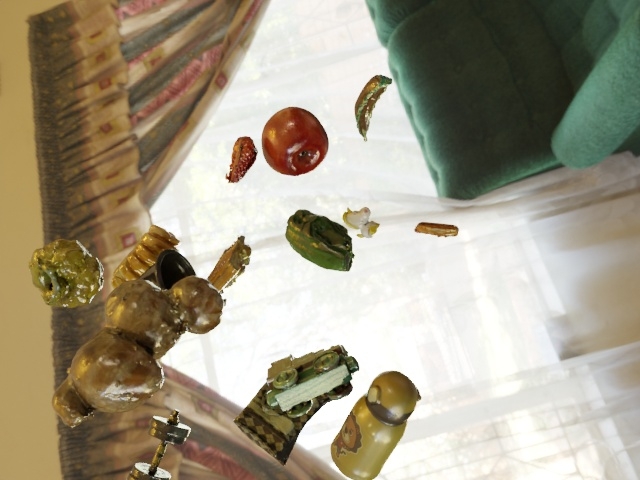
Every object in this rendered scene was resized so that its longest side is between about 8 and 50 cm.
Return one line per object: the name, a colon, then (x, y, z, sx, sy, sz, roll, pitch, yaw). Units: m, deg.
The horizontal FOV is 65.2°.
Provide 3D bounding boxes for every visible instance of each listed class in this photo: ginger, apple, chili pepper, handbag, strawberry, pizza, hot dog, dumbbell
ginger: (-0.380, 0.213, 1.026, 0.375, 0.256, 0.176, -55, -32, -38)
apple: (-0.099, -0.366, 1.894, 0.216, 0.260, 0.260, 53, 170, 38)
chili pepper: (-0.001, -0.009, 2.144, 0.385, 0.213, 0.167, 29, 167, 35)
handbag: (-0.150, 0.769, 2.301, 0.317, 0.416, 0.180, 22, 150, 38)
strawberry: (-0.292, -0.297, 1.865, 0.121, 0.082, 0.188, 42, 116, 59)
pizza: (-0.315, 0.101, 1.712, 0.089, 0.323, 0.223, 36, -127, -13)
hot dog: (0.375, -0.033, 1.622, 0.062, 0.144, 0.038, -39, -49, -57)
dumbbell: (-0.708, 0.937, 2.194, 0.185, 0.185, 0.388, 64, -137, -67)

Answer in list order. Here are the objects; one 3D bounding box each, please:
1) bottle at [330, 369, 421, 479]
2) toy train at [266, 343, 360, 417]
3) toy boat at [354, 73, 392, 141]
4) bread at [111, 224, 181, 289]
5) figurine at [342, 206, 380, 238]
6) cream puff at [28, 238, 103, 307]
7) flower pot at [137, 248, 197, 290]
bottle: (0.163, 0.525, 1.457, 0.171, 0.171, 0.351, -101, 28, -59)
toy train: (-0.027, 0.422, 1.577, 0.221, 0.304, 0.150, -109, -4, -76)
toy boat: (0.178, -0.494, 1.848, 0.099, 0.108, 0.293, 44, 147, 14)
bread: (-0.672, 0.096, 1.953, 0.121, 0.311, 0.173, 37, 179, 32)
figurine: (0.179, -0.083, 2.233, 0.178, 0.129, 0.109, 51, -152, -20)
cream puff: (-0.929, 0.136, 1.795, 0.185, 0.282, 0.282, -84, -21, -55)
flower pot: (-0.555, 0.165, 1.775, 0.235, 0.148, 0.235, 56, -161, -30)
